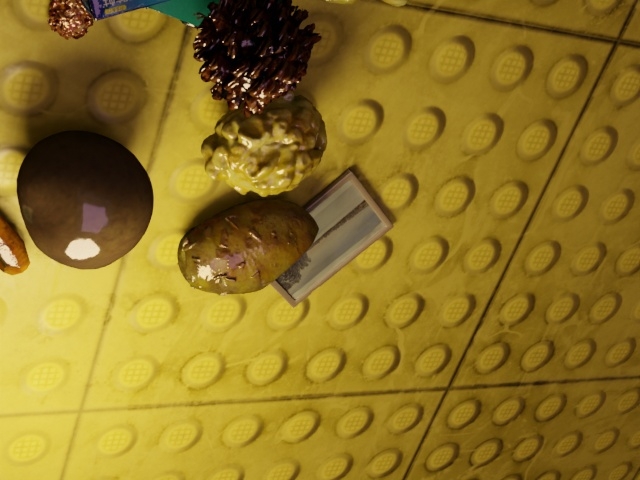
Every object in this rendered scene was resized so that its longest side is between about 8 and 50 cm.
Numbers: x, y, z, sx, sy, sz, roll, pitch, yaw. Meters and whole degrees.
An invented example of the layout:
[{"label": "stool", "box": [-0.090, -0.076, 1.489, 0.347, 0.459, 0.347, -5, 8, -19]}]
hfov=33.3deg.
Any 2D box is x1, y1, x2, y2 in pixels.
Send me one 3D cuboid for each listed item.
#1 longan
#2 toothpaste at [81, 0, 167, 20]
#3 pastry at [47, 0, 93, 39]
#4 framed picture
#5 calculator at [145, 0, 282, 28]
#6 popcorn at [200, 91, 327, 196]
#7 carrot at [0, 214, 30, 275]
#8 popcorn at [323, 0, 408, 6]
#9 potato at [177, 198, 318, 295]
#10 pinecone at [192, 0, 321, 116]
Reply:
[{"label": "longan", "box": [-0.411, -0.071, 1.849, 0.248, 0.248, 0.248, -16, 131, -20]}, {"label": "toothpaste", "box": [-0.222, -0.427, 1.694, 0.321, 0.076, 0.066, -21, 128, -18]}, {"label": "pastry", "box": [-0.388, -0.394, 1.716, 0.087, 0.063, 0.169, -3, 125, -32]}, {"label": "framed picture", "box": [0.000, 0.000, 2.293, 0.289, 0.016, 0.213, -39, 135, 2]}, {"label": "calculator", "box": [-0.166, -0.466, 1.796, 0.274, 0.058, 0.248, 10, 118, -36]}, {"label": "popcorn", "box": [-0.103, -0.178, 1.977, 0.235, 0.217, 0.181, -29, 108, 0]}, {"label": "carrot", "box": [-0.605, -0.056, 1.861, 0.066, 0.066, 0.314, -33, 131, -4]}, {"label": "popcorn", "box": [0.091, -0.503, 1.711, 0.279, 0.335, 0.274, 32, 127, -8]}, {"label": "potato", "box": [-0.140, 0.012, 2.127, 0.298, 0.141, 0.176, -18, 118, -16]}, {"label": "pinecone", "box": [-0.113, -0.321, 1.765, 0.222, 0.221, 0.221, -16, 131, -20]}]
